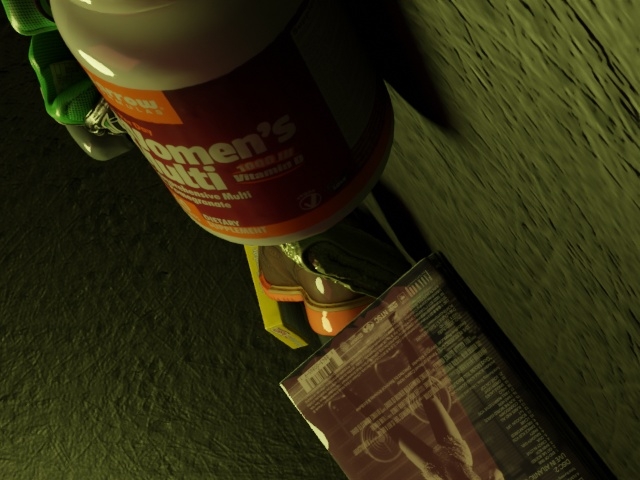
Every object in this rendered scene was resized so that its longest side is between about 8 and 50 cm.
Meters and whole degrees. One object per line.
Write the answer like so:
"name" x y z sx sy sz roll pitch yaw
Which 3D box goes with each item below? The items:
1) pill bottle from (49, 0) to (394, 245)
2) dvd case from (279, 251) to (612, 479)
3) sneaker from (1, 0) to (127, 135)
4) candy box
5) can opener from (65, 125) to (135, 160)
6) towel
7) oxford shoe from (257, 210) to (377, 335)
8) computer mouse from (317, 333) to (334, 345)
"pill bottle" -0.049 -0.099 0.804 0.121 0.121 0.221 51 176 34
"dvd case" 0.089 0.140 1.172 0.221 0.164 0.018 53 -144 9
"sneaker" -0.103 -0.117 1.084 0.134 0.146 0.343 51 177 31
"candy box" -0.060 0.014 1.983 0.105 0.027 0.206 39 -146 -66
"can opener" -0.158 -0.177 1.264 0.074 0.093 0.280 59 -168 -44
"towel" 0.021 0.010 1.230 0.148 0.027 0.110 21 -169 -36
"oxford shoe" 0.000 0.000 1.473 0.271 0.097 0.098 -151 44 -71
"computer mouse" 0.026 0.093 1.944 0.272 0.072 0.188 49 173 51
